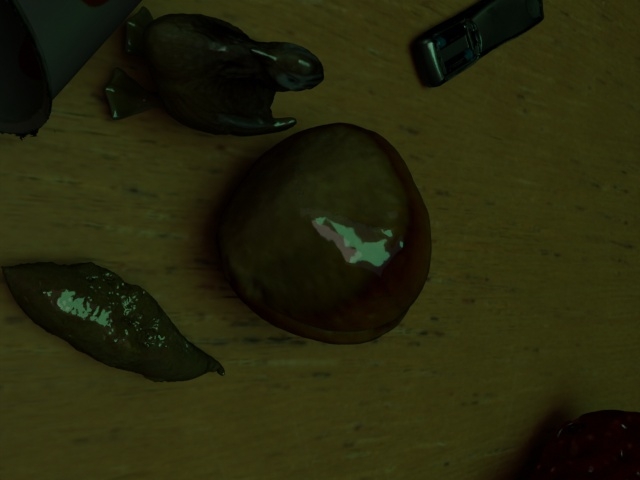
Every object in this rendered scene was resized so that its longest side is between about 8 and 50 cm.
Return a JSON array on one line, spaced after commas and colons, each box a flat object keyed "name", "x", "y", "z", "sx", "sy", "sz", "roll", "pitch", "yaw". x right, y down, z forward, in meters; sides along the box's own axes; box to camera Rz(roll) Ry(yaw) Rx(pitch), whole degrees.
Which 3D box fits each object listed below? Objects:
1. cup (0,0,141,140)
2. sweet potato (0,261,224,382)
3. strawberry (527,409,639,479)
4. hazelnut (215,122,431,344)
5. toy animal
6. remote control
[{"name": "cup", "x": -0.152, "y": -0.228, "z": 0.463, "sx": 0.203, "sy": 0.203, "sz": 0.288, "roll": 52, "pitch": 57, "yaw": -28}, {"name": "sweet potato", "x": -0.144, "y": 0.066, "z": 0.556, "sx": 0.068, "sy": 0.060, "sz": 0.206, "roll": -41, "pitch": 133, "yaw": 9}, {"name": "strawberry", "x": 0.333, "y": 0.363, "z": 0.813, "sx": 0.295, "sy": 0.317, "sz": 0.345, "roll": 38, "pitch": 50, "yaw": -19}, {"name": "hazelnut", "x": 0.000, "y": 0.000, "z": 0.605, "sx": 0.182, "sy": 0.182, "sz": 0.182, "roll": -2, "pitch": 94, "yaw": -38}, {"name": "toy animal", "x": -0.057, "y": -0.115, "z": 0.547, "sx": 0.188, "sy": 0.179, "sz": 0.089, "roll": 19, "pitch": 82, "yaw": -63}, {"name": "remote control", "x": 0.177, "y": -0.230, "z": 0.805, "sx": 0.212, "sy": 0.028, "sz": 0.059, "roll": -36, "pitch": 112, "yaw": -30}]
